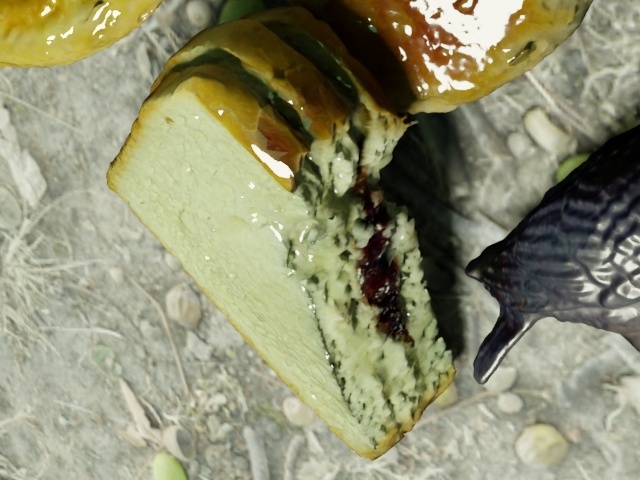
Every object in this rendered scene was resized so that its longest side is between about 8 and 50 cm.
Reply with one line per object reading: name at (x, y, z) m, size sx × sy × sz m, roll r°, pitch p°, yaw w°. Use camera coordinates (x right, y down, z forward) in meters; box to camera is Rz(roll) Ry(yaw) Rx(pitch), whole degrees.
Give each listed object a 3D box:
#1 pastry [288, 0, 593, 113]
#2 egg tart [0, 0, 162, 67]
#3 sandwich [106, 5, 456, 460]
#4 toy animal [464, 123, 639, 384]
pastry at (0.064, -0.166, 0.851) m, size 0.192 × 0.093 × 0.182 m, roll -15°, pitch 110°, yaw 34°
egg tart at (-0.197, -0.267, 0.918) m, size 0.319 × 0.128 × 0.319 m, roll 11°, pitch 119°, yaw 21°
sandwich at (-0.003, 0.003, 0.925) m, size 0.288 × 0.099 × 0.254 m, roll 49°, pitch 153°, yaw -4°
toy animal at (0.208, 0.016, 0.858) m, size 0.298 × 0.122 × 0.185 m, roll -9°, pitch 122°, yaw 40°
